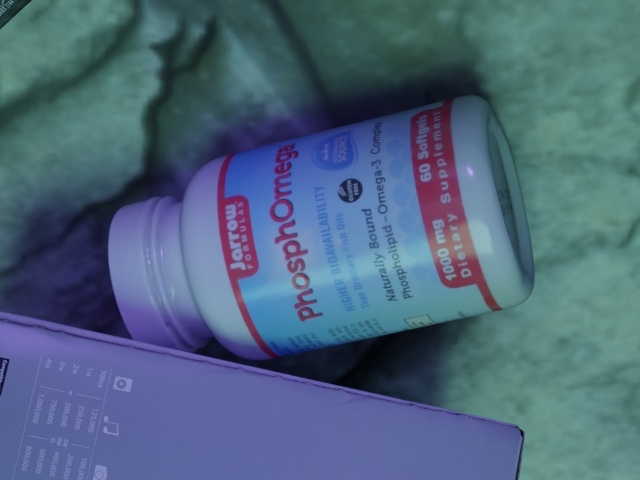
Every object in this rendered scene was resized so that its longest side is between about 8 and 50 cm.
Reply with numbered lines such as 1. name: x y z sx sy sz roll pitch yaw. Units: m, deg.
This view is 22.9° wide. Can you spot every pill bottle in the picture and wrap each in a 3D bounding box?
1. pill bottle: 0.000 0.000 0.641 0.160 0.087 0.087 -14 127 14

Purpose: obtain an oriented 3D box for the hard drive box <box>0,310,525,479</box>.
1. hard drive box: -0.051 0.107 0.680 0.232 0.089 0.181 12 165 -6

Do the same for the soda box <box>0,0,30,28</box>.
1. soda box: -0.161 -0.090 0.600 0.169 0.053 0.060 -36 119 28
